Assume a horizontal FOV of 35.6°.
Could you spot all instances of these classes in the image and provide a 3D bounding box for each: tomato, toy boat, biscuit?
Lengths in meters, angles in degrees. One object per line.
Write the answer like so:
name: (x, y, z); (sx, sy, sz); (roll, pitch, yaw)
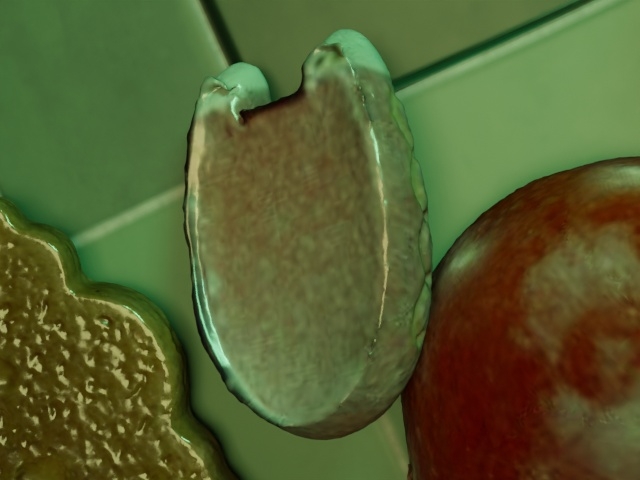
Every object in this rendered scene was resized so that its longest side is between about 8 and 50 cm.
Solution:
tomato: (0.177, 0.125, 0.525); (0.290, 0.176, 0.334); (1, 98, 12)
toy boat: (0.000, 0.000, 0.581); (0.155, 0.085, 0.227); (-9, 84, 34)
biscuit: (-0.155, 0.117, 0.644); (0.320, 0.047, 0.183); (38, 103, 3)
